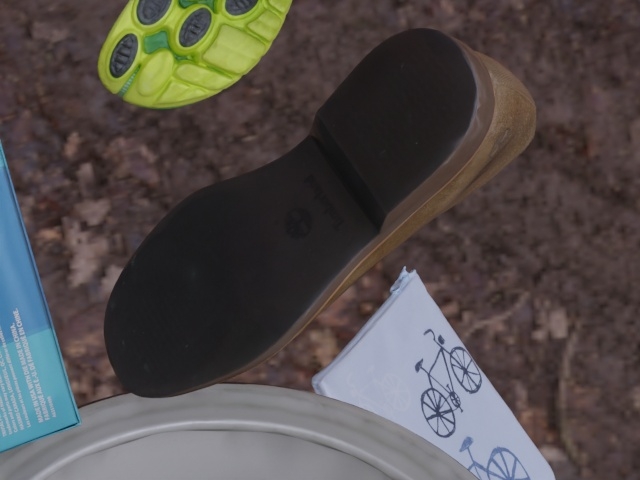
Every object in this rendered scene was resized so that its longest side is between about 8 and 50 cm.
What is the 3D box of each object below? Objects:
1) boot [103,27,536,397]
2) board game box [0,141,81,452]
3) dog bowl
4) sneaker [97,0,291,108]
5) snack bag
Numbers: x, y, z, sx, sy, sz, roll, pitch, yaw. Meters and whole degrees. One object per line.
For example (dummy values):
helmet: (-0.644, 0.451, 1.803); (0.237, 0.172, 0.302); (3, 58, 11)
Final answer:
boot: (0.000, 0.000, 0.912); (0.115, 0.305, 0.112); (7, 50, -57)
board game box: (-0.334, 0.046, 0.894); (0.336, 0.079, 0.253); (-20, 117, -18)
dog bowl: (-0.058, 0.280, 0.995); (0.408, 0.408, 0.150); (-29, 141, -40)
sneaker: (-0.079, -0.205, 1.276); (0.109, 0.123, 0.295); (44, 59, -12)
snack bag: (0.132, 0.229, 1.760); (0.342, 0.037, 0.323); (56, 32, -6)
